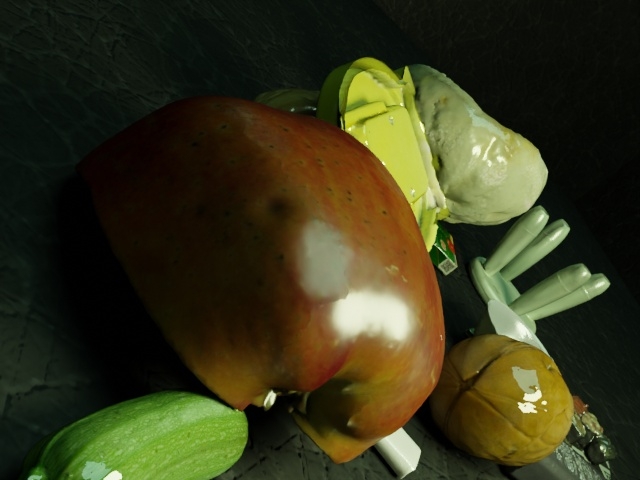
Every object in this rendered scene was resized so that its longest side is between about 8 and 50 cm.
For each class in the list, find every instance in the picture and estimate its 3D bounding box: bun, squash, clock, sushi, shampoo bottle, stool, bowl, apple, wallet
[{"bbox_3d":[0.245,-0.166,1.498,0.365,0.219,0.365,38,5,-4],"label":"bun"},{"bbox_3d":[-0.120,0.143,0.517,0.077,0.068,0.219,59,22,10],"label":"squash"},{"bbox_3d":[0.073,-0.097,1.025,0.293,0.071,0.277,-21,98,-60],"label":"clock"},{"bbox_3d":[0.467,0.331,1.385,0.219,0.047,0.231,50,21,-1],"label":"sushi"},{"bbox_3d":[0.375,0.363,1.119,0.309,0.071,0.098,41,22,-22],"label":"shampoo bottle"},{"bbox_3d":[0.424,0.063,1.542,0.195,0.199,0.195,15,38,-54],"label":"stool"},{"bbox_3d":[0.292,0.193,1.221,0.189,0.086,0.189,39,25,-22],"label":"bowl"},{"bbox_3d":[-0.045,0.026,0.722,0.329,0.295,0.365,-6,34,-19],"label":"apple"},{"bbox_3d":[0.061,0.195,0.845,0.122,0.025,0.061,51,23,3],"label":"wallet"}]

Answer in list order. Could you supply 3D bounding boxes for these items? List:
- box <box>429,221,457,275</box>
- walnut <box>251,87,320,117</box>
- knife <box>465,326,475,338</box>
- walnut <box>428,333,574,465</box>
[{"bbox_3d":[0.160,-0.050,1.428,0.235,0.034,0.132,45,21,-15],"label":"box"},{"bbox_3d":[-0.020,-0.141,1.092,0.204,0.141,0.238,36,22,-21],"label":"walnut"},{"bbox_3d":[0.330,0.183,1.401,0.293,0.020,0.043,17,41,-53],"label":"knife"},{"bbox_3d":[0.230,0.202,0.987,0.207,0.167,0.167,26,32,-45],"label":"walnut"}]
